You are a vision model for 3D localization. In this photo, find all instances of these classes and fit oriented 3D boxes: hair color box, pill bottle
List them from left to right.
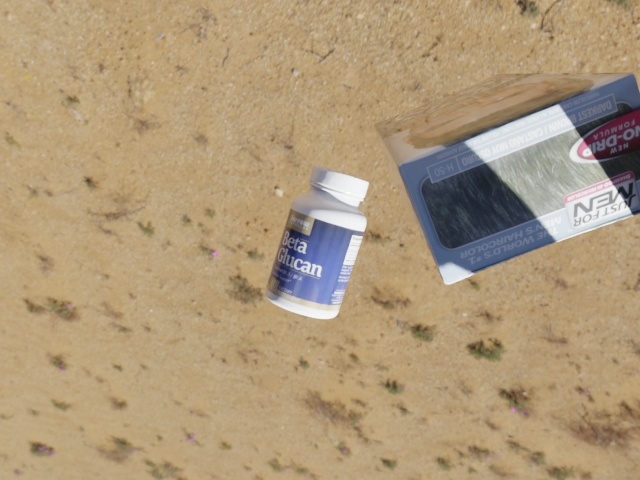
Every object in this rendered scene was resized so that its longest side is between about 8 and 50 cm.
[{"bbox_3d":[0.000,0.000,0.694,0.094,0.094,0.169,17,96,1],"label":"pill bottle"},{"bbox_3d":[0.170,-0.093,0.618,0.186,0.374,0.113,-21,105,8],"label":"hair color box"}]
